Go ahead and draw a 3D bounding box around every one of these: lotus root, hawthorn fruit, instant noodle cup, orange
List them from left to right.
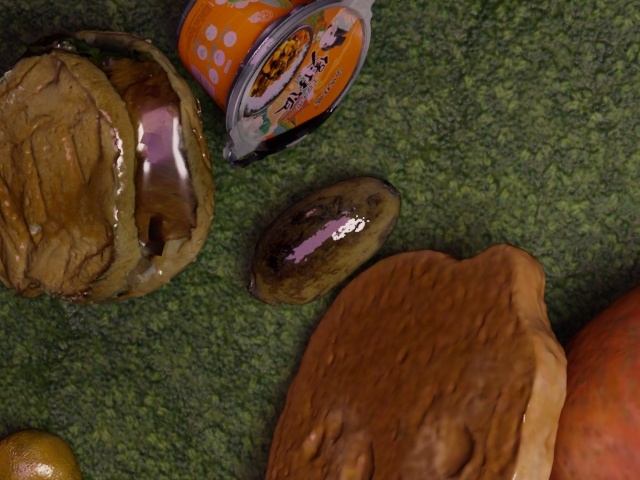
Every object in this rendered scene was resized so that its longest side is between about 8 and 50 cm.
[{"bbox_3d":[-0.291,0.236,1.578,0.095,0.085,0.085,16,95,7],"label":"orange"},{"bbox_3d":[-0.057,-0.187,1.474,0.208,0.177,0.125,-45,64,-7],"label":"instant noodle cup"},{"bbox_3d":[0.000,0.000,1.496,0.179,0.080,0.089,-39,83,13],"label":"lotus root"},{"bbox_3d":[0.293,0.179,1.345,0.307,0.276,0.276,-34,82,38],"label":"hawthorn fruit"}]

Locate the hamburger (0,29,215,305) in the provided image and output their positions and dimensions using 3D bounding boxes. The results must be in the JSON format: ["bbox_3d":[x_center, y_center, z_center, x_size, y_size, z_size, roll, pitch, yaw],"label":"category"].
[{"bbox_3d":[-0.230,-0.072,1.512,0.285,0.134,0.266,3,108,41],"label":"hamburger"}]

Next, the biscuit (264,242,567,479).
[{"bbox_3d":[0.076,0.183,1.361,0.365,0.062,0.385,-18,51,51],"label":"biscuit"}]
